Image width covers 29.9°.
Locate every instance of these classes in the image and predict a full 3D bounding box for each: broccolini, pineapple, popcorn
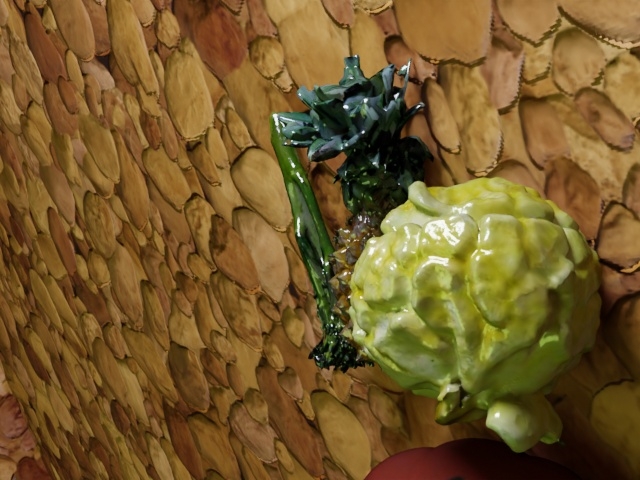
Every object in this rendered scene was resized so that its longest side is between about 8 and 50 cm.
[{"bbox_3d":[0.008,-0.002,0.891,0.074,0.058,0.201,-19,80,48],"label":"broccolini"},{"bbox_3d":[0.036,-0.003,0.760,0.083,0.103,0.221,24,133,52],"label":"pineapple"},{"bbox_3d":[0.088,0.033,0.667,0.135,0.142,0.162,126,155,-62],"label":"popcorn"}]

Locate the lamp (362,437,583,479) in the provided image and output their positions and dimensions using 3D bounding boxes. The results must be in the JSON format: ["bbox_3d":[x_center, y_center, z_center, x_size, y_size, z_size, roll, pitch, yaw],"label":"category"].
[{"bbox_3d":[0.090,0.235,0.741,0.227,0.227,0.226,41,144,38],"label":"lamp"}]
